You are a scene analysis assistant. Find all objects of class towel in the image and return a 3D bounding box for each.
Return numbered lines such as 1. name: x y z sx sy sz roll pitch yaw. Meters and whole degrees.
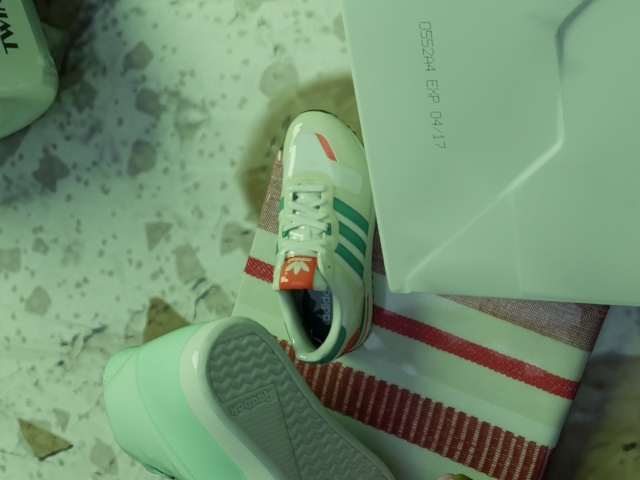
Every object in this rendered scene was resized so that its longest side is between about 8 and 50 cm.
1. towel: 0.037 0.124 0.683 0.237 0.037 0.328 21 105 14

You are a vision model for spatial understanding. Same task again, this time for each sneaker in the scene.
1. sneaker: 0.000 0.000 0.615 0.057 0.075 0.161 0 99 18
2. sneaker: -0.042 0.160 0.663 0.151 0.094 0.255 -11 115 48

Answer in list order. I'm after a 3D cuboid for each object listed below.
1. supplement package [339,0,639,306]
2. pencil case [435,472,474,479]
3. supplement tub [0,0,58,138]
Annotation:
1. supplement package: 0.131 -0.112 0.504 0.204 0.145 0.261 3 129 20
2. pencil case: 0.208 0.245 0.520 0.386 0.167 0.160 11 90 24
3. supplement tub: -0.329 -0.225 0.678 0.207 0.207 0.337 -19 90 21
